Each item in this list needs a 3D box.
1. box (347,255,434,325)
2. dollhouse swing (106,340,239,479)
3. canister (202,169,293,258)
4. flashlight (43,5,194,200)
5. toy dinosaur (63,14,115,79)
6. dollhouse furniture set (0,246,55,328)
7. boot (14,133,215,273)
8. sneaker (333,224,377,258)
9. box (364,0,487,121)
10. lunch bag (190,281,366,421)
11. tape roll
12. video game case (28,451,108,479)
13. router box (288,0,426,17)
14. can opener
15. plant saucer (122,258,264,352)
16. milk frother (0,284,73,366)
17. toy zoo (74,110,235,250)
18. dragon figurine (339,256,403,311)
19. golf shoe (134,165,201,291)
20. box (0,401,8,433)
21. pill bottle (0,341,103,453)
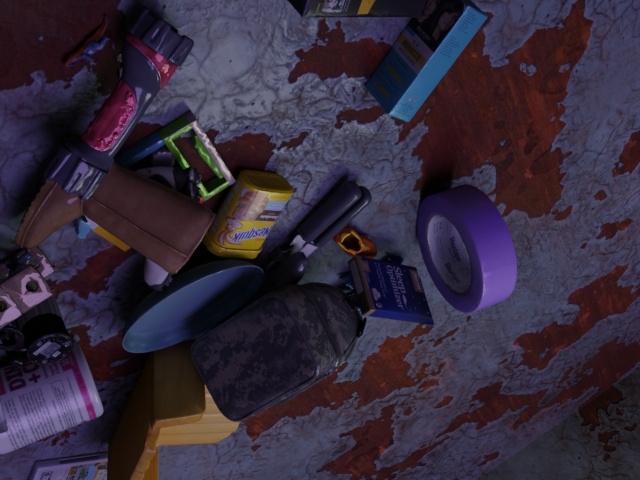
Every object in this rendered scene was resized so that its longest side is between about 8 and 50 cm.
[{"bbox_3d":[0.168,0.113,2.092,0.225,0.136,0.036,12,141,-39],"label":"box"},{"bbox_3d":[-0.284,0.438,2.114,0.304,0.315,0.347,16,123,-22],"label":"dollhouse swing"},{"bbox_3d":[-0.141,-0.051,1.836,0.126,0.073,0.170,4,129,-42],"label":"canister"},{"bbox_3d":[-0.318,-0.209,1.455,0.103,0.103,0.304,36,94,-10],"label":"flashlight"},{"bbox_3d":[-0.359,-0.294,1.451,0.082,0.047,0.090,-14,106,-11],"label":"toy dinosaur"},{"bbox_3d":[-0.559,0.032,1.608,0.129,0.129,0.184,-33,114,-3],"label":"dollhouse furniture set"},{"bbox_3d":[-0.350,-0.020,1.586,0.269,0.089,0.236,32,113,-12],"label":"boot"},{"bbox_3d":[0.076,0.014,2.077,0.064,0.067,0.175,-45,144,11],"label":"sneaker"},{"bbox_3d":[0.191,-0.346,1.735,0.060,0.100,0.244,12,123,-43],"label":"box"},{"bbox_3d":[-0.076,0.222,2.008,0.305,0.213,0.256,-34,174,29],"label":"lunch bag"},{"bbox_3d":[0.320,0.018,2.091,0.090,0.275,0.275,-18,140,-18],"label":"tape roll"},{"bbox_3d":[-0.605,0.592,2.244,0.206,0.026,0.227,1,130,-37],"label":"video game case"},{"bbox_3d":[0.095,-0.507,1.501,0.242,0.081,0.309,-8,136,-31],"label":"router box"},{"bbox_3d":[0.000,0.000,1.979,0.283,0.095,0.076,-42,144,22],"label":"can opener"},{"bbox_3d":[-0.262,0.126,1.902,0.317,0.044,0.318,-28,162,-10],"label":"plant saucer"},{"bbox_3d":[-0.538,0.145,1.707,0.129,0.135,0.143,-27,142,-9],"label":"milk frother"},{"bbox_3d":[-0.315,-0.091,1.698,0.293,0.030,0.192,-32,143,-2],"label":"toy zoo"},{"bbox_3d":[0.090,0.122,2.190,0.289,0.085,0.144,-14,137,-31],"label":"dragon figurine"},{"bbox_3d":[-0.297,-0.026,1.698,0.120,0.105,0.273,9,127,-17],"label":"golf shoe"},{"bbox_3d":[-0.606,0.200,1.636,0.056,0.231,0.183,-16,139,-20],"label":"box"},{"bbox_3d":[-0.585,0.319,1.844,0.283,0.160,0.160,-21,141,-18],"label":"pill bottle"}]
